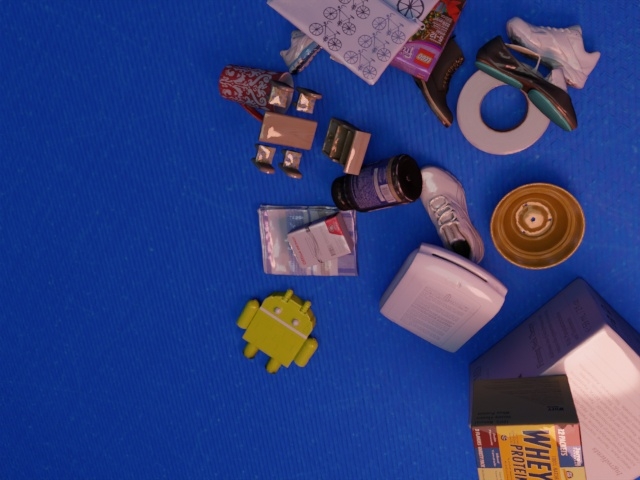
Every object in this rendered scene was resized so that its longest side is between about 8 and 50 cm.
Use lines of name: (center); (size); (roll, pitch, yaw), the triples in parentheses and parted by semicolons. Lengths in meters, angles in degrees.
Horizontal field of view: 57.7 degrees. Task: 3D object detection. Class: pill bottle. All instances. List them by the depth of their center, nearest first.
pill bottle: (0.138, -0.138, 1.479); (0.219, 0.123, 0.123); (-10, 104, 40)

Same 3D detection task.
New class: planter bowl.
planter bowl: (0.534, -0.044, 1.446); (0.217, 0.090, 0.217); (4, 106, 13)

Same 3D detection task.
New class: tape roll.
tape roll: (0.441, -0.320, 1.402); (0.219, 0.072, 0.219); (4, 107, 14)

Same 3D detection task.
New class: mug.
mug: (-0.173, -0.381, 1.521); (0.169, 0.113, 0.150); (17, 112, 17)

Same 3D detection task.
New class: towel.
towel: (-0.036, 0.003, 1.638); (0.285, 0.034, 0.209); (1, 107, 14)

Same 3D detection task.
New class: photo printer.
photo printer: (0.307, 0.142, 1.473); (0.256, 0.107, 0.307); (28, 146, 6)

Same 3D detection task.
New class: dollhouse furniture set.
dollhouse furniture set: (-0.026, -0.255, 1.433); (0.242, 0.161, 0.212); (6, 112, -26)

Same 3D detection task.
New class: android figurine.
android figurine: (-0.122, 0.265, 1.725); (0.248, 0.056, 0.273); (34, 113, 3)

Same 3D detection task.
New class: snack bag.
snack bag: (0.102, -0.576, 1.333); (0.323, 0.037, 0.342); (40, 87, 6)

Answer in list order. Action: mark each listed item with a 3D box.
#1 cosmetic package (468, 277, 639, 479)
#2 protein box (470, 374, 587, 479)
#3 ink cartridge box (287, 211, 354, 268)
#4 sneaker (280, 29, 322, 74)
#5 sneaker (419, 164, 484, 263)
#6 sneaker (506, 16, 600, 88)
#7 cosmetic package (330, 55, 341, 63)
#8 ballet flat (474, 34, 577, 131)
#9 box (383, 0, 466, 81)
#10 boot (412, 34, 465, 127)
cosmetic package: (0.617, 0.372, 1.416); (0.327, 0.329, 0.394); (44, 110, 0)
protein box: (0.421, 0.387, 1.191); (0.199, 0.201, 0.136); (-8, 101, 18)
ink cartridge box: (0.000, 0.000, 1.577); (0.150, 0.063, 0.109); (-19, 104, 18)
sneaker: (-0.029, -0.514, 1.472); (0.190, 0.071, 0.083); (-38, 88, 20)
sneaker: (0.333, -0.057, 1.475); (0.111, 0.129, 0.297); (-28, 96, 21)
sneaker: (0.538, -0.457, 1.339); (0.232, 0.090, 0.115); (34, 104, -6)
cosmetic package: (0.070, -0.459, 1.434); (0.060, 0.115, 0.041); (26, 113, 5)
ballet flat: (0.479, -0.361, 1.296); (0.280, 0.095, 0.096); (37, 99, 2)
box: (0.167, -0.532, 1.374); (0.293, 0.057, 0.201); (26, 87, 4)
boot: (0.306, -0.387, 1.400); (0.137, 0.077, 0.198); (-29, 82, 15)
